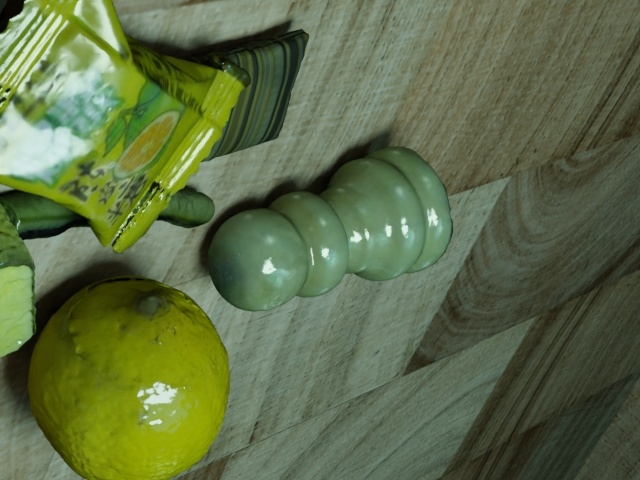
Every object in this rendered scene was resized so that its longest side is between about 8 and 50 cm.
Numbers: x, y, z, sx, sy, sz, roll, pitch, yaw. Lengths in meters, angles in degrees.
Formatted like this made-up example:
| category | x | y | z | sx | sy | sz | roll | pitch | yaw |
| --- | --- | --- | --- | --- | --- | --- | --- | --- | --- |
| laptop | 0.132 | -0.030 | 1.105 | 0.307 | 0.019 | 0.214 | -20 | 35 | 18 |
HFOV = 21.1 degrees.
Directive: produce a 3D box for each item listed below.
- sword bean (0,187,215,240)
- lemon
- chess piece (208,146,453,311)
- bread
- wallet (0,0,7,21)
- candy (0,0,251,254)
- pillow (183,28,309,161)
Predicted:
| category | x | y | z | sx | sy | sz | roll | pitch | yaw |
| --- | --- | --- | --- | --- | --- | --- | --- | --- | --- |
| sword bean | -0.171 | -0.024 | 1.419 | 0.043 | 0.038 | 0.269 | -46 | 159 | 25 |
| lemon | -0.165 | 0.123 | 1.484 | 0.180 | 0.180 | 0.193 | -40 | -177 | -19 |
| chess piece | 0.000 | 0.000 | 1.651 | 0.243 | 0.133 | 0.133 | -21 | 144 | -39 |
| bread | -0.268 | 0.022 | 1.233 | 0.111 | 0.114 | 0.129 | -29 | 147 | -25 |
| wallet | -0.219 | -0.226 | 1.028 | 0.165 | 0.042 | 0.309 | -21 | 145 | -52 |
| candy | -0.155 | -0.093 | 1.254 | 0.187 | 0.081 | 0.297 | -55 | 152 | 2 |
| pillow | -0.095 | -0.108 | 1.415 | 0.203 | 0.038 | 0.113 | -20 | 137 | -43 |
